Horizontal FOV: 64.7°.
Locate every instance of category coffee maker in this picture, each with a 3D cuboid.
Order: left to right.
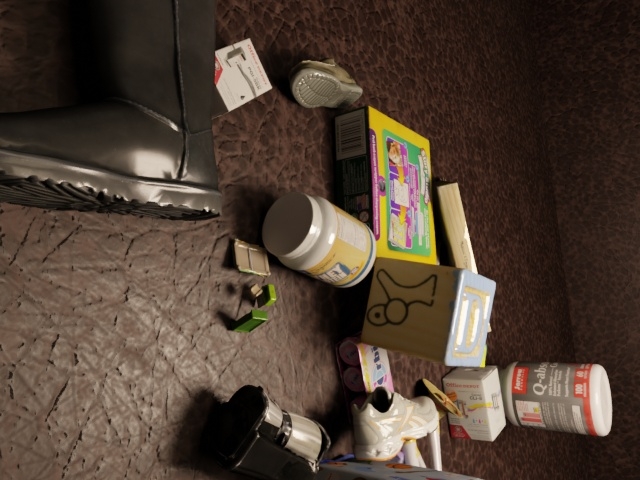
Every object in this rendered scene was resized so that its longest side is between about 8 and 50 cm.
[{"bbox_3d":[-0.090,0.340,0.805,0.178,0.120,0.171,43,52,-39],"label":"coffee maker"}]

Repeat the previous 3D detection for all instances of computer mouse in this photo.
[{"bbox_3d":[0.322,0.128,1.432,0.188,0.072,0.273,-47,130,-55],"label":"computer mouse"}]

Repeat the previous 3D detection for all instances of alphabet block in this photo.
[{"bbox_3d":[0.228,0.150,1.061,0.193,0.197,0.193,22,79,-50],"label":"alphabet block"}]

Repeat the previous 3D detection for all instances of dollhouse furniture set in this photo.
[{"bbox_3d":[-0.128,0.079,0.886,0.076,0.058,0.152,16,51,-42],"label":"dollhouse furniture set"}]

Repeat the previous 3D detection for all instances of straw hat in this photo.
[{"bbox_3d":[0.307,0.442,1.346,0.061,0.144,0.144,-48,134,6],"label":"straw hat"}]

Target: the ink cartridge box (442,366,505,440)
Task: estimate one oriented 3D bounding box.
[{"bbox_3d":[0.447,0.468,1.474,0.127,0.128,0.176,-8,89,-53],"label":"ink cartridge box"}]

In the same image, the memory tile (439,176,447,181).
[{"bbox_3d":[0.394,-0.134,1.563,0.148,0.012,0.113,-77,153,-74],"label":"memory tile"}]

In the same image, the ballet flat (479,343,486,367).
[{"bbox_3d":[0.478,0.416,1.583,0.077,0.077,0.231,20,63,-26],"label":"ballet flat"}]

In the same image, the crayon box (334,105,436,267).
[{"bbox_3d":[0.167,-0.102,1.240,0.313,0.106,0.363,10,76,-53],"label":"crayon box"}]

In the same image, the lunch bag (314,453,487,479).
[{"bbox_3d":[0.109,0.590,0.843,0.238,0.327,0.386,17,71,-45],"label":"lunch bag"}]

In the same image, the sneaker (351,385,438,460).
[{"bbox_3d":[0.159,0.352,1.045,0.262,0.099,0.121,-6,85,-51],"label":"sneaker"}]

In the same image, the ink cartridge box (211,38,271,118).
[{"bbox_3d":[-0.160,-0.286,0.889,0.135,0.056,0.099,-48,119,-45],"label":"ink cartridge box"}]

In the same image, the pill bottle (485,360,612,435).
[{"bbox_3d":[0.709,0.496,1.616,0.210,0.362,0.211,13,73,-51],"label":"pill bottle"}]

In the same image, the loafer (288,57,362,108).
[{"bbox_3d":[0.001,-0.346,1.101,0.088,0.094,0.251,59,26,10],"label":"loafer"}]

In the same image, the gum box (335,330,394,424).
[{"bbox_3d":[0.100,0.293,1.109,0.107,0.062,0.189,-14,95,-53],"label":"gum box"}]

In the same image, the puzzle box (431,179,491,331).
[{"bbox_3d":[0.386,0.034,1.436,0.272,0.052,0.409,-62,138,-80],"label":"puzzle box"}]

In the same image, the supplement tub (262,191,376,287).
[{"bbox_3d":[0.000,0.000,0.969,0.199,0.144,0.145,27,62,-47],"label":"supplement tub"}]

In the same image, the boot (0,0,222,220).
[{"bbox_3d":[-0.281,-0.263,0.650,0.367,0.146,0.446,7,80,-59],"label":"boot"}]

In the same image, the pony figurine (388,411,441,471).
[{"bbox_3d":[0.231,0.597,1.087,0.351,0.302,0.364,4,66,-62],"label":"pony figurine"}]
